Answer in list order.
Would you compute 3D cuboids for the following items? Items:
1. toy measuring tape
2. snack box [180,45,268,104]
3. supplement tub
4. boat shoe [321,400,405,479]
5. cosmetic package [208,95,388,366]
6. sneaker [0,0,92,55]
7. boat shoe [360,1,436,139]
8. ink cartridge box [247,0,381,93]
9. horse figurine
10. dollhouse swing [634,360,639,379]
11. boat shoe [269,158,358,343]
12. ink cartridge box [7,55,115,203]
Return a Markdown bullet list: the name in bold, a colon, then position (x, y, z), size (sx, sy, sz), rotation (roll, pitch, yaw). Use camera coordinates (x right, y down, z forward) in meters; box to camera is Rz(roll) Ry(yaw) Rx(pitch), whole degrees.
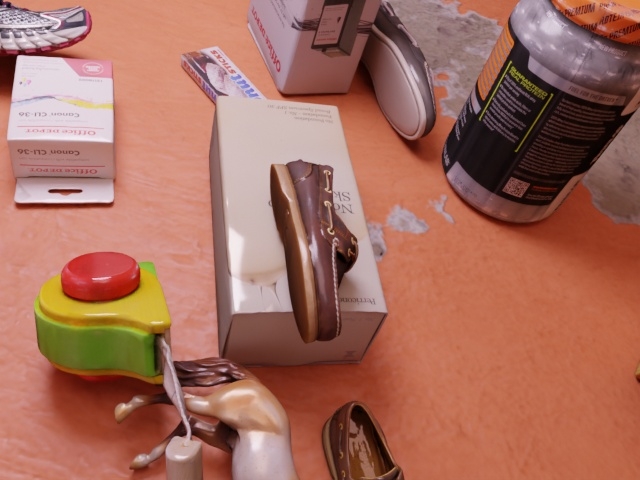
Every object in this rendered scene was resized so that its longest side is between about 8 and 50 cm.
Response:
- **toy measuring tape**: position (-0.183, 0.095, 0.518), size (0.122, 0.121, 0.330), rotation (-5, 24, -20)
- **snack box**: position (-0.132, -0.220, 0.897), size (0.064, 0.022, 0.178), rotation (-25, 62, -33)
- **supplement tub**: position (0.301, -0.188, 0.803), size (0.194, 0.316, 0.193), rotation (8, 51, -10)
- **boat shoe**: position (0.048, 0.231, 0.555), size (0.064, 0.060, 0.177), rotation (-6, 54, -20)
- **cosmetic package**: position (-0.040, -0.019, 0.702), size (0.160, 0.113, 0.309), rotation (1, 51, -16)
- **sneaker**: position (-0.449, -0.294, 0.779), size (0.300, 0.111, 0.121), rotation (-1, 17, -19)
- **boat shoe**: position (0.122, -0.290, 0.971), size (0.096, 0.112, 0.335), rotation (-10, 52, -18)
- **ink cartridge box**: position (-0.004, -0.392, 0.902), size (0.122, 0.289, 0.211), rotation (-6, 54, -24)
- **horse figurine**: position (-0.076, 0.204, 0.536), size (0.175, 0.066, 0.263), rotation (-13, 58, -14)
- **dollhouse swing**: position (0.606, 0.124, 0.671), size (0.347, 0.315, 0.305), rotation (37, 71, 15)
- **boat shoe**: position (0.000, 0.000, 0.574), size (0.073, 0.073, 0.206), rotation (0, 52, -14)
- **ink cartridge box**: position (-0.310, -0.137, 0.748), size (0.116, 0.067, 0.198), rotation (-2, 52, -18)
